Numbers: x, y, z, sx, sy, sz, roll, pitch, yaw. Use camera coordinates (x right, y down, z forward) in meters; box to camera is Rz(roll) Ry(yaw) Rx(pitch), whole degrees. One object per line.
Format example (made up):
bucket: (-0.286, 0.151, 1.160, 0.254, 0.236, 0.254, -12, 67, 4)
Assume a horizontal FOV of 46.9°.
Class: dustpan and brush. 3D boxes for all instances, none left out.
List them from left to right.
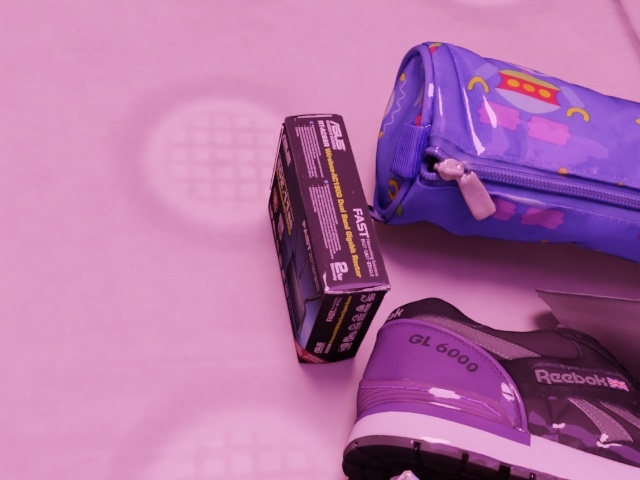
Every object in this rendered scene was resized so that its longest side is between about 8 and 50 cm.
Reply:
dustpan and brush: (0.244, 0.089, 0.437, 0.060, 0.147, 0.211, -44, 102, -13)

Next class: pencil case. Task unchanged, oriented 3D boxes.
pencil case: (0.183, -0.040, 0.488, 0.306, 0.119, 0.133, 13, 26, -3)

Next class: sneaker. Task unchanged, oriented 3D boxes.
sneaker: (0.162, 0.105, 0.404, 0.283, 0.107, 0.124, 19, 50, 1)

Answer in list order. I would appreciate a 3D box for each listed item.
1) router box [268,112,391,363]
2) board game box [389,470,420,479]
router box: (0.000, 0.000, 0.441, 0.038, 0.092, 0.122, -5, 58, -15)
board game box: (0.087, 0.230, 0.257, 0.275, 0.144, 0.142, 40, 79, 15)
